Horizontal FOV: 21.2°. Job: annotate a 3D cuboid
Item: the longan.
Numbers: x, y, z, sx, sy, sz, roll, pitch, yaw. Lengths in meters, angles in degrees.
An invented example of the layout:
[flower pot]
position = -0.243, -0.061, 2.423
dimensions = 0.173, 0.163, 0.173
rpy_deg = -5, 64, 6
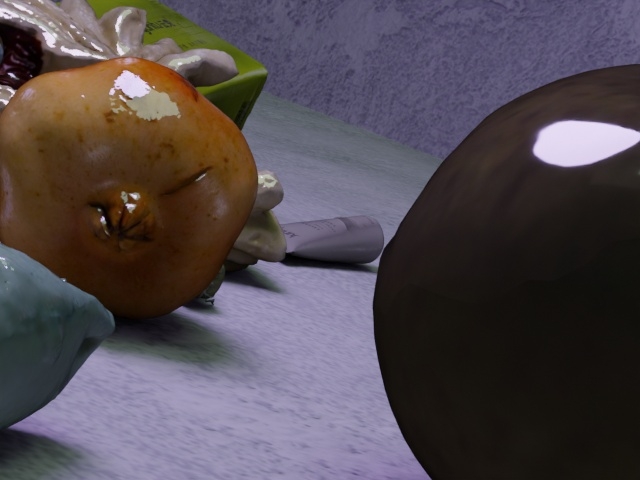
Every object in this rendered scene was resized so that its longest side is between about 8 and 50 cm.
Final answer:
[longan]
position = 0.205, 0.047, 1.046
dimensions = 0.361, 0.361, 0.361
rpy_deg = 17, 9, -3

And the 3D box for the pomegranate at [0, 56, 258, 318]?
[pomegranate]
position = -0.158, -0.040, 1.327
dimensions = 0.209, 0.209, 0.209
rpy_deg = 17, 9, -3

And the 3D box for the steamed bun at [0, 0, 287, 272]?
[steamed bun]
position = -0.224, -0.126, 1.633
dimensions = 0.428, 0.189, 0.247
rpy_deg = 17, 16, -14

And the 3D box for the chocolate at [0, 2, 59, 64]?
[chocolate]
position = -0.405, -0.240, 2.010
dimensions = 0.291, 0.110, 0.110
rpy_deg = -8, 16, -14

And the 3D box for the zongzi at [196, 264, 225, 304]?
[zongzi]
position = -0.104, 0.024, 1.499
dimensions = 0.109, 0.055, 0.119
rpy_deg = 27, 2, 38

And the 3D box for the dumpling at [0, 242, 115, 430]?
[dumpling]
position = -0.198, 0.034, 0.930
dimensions = 0.104, 0.149, 0.216
rpy_deg = -22, -7, 30

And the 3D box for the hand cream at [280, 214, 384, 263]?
[hand cream]
position = 0.000, 0.000, 1.865
dimensions = 0.087, 0.054, 0.186
rpy_deg = 19, 14, 42

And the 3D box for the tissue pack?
[tissue pack]
position = -0.207, -0.161, 1.890
dimensions = 0.200, 0.167, 0.274
rpy_deg = 30, 17, 8
